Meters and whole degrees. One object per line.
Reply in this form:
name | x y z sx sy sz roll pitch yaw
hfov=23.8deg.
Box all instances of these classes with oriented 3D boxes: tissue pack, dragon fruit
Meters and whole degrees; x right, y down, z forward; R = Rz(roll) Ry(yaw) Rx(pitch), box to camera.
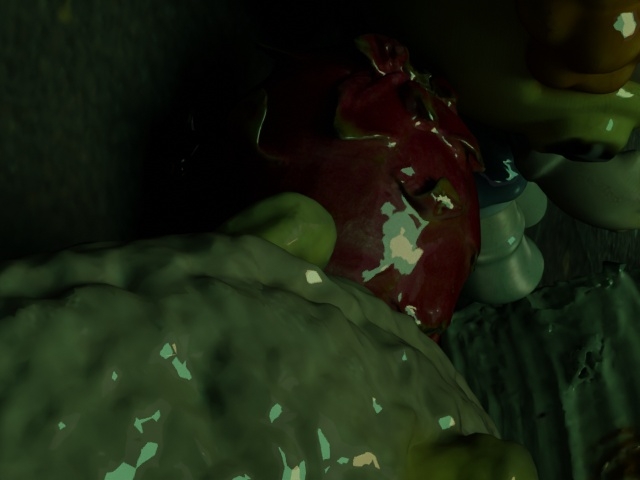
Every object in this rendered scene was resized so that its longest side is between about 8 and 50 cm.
tissue pack | 0.208 0.234 0.925 0.388 0.162 0.287 57 20 -50
dragon fruit | 0.000 0.000 0.615 0.136 0.133 0.166 3 93 -19

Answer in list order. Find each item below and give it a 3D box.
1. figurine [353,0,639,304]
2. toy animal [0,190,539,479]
figurine | 0.075 -0.093 0.696 0.224 0.205 0.381 -77 172 -46
toy animal | -0.027 0.135 0.485 0.226 0.188 0.358 -35 134 -12
